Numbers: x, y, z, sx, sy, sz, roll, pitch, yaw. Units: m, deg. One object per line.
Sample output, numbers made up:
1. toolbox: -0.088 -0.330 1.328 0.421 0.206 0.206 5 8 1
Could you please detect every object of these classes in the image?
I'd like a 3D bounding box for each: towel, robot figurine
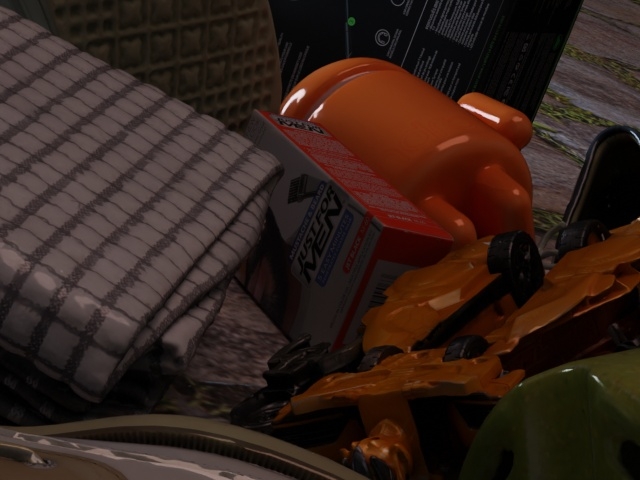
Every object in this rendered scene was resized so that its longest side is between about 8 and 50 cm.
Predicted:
1. towel: -0.156 -0.009 0.838 0.235 0.121 0.284 30 21 0
2. robot figurine: 0.086 0.060 0.849 0.211 0.085 0.291 -10 14 31
3. robot figurine: 0.050 -0.040 1.175 0.128 0.158 0.219 27 9 -45

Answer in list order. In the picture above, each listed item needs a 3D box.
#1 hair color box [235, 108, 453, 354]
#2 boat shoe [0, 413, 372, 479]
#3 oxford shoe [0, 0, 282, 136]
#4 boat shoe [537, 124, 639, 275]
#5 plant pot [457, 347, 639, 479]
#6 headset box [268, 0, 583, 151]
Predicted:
1. hair color box: 0.000 0.000 1.051 0.053 0.093 0.167 12 19 -32
2. boat shoe: -0.103 0.110 0.566 0.302 0.113 0.103 11 18 0
3. oxford shoe: -0.164 -0.177 1.037 0.130 0.169 0.449 14 -25 42
4. boat shoe: 0.175 0.021 1.086 0.095 0.079 0.254 -14 30 30
5. plant pot: 0.194 0.129 0.658 0.254 0.276 0.276 0 25 -27
6. headset box: 0.044 -0.194 1.450 0.283 0.246 0.131 28 18 25
